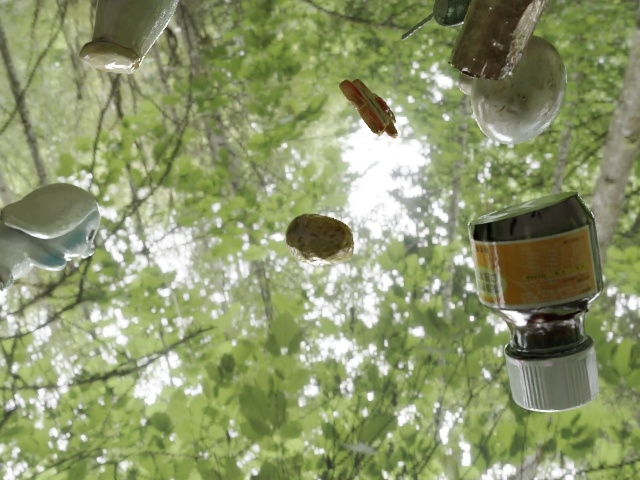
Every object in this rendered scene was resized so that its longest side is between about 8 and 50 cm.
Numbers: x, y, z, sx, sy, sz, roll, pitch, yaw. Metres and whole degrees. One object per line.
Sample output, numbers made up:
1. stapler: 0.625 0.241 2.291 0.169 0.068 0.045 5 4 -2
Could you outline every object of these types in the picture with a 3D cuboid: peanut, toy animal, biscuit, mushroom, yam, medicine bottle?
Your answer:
1. peanut: 0.000 0.000 1.827 0.159 0.109 0.140 19 -137 3
2. toy animal: -0.580 -0.014 1.588 0.249 0.174 0.289 -9 -165 29
3. biscuit: 0.123 -0.301 1.836 0.036 0.165 0.250 -37 173 19
4. mushroom: 0.417 -0.347 1.819 0.243 0.243 0.243 -6 -148 4
5. mushroom: -0.182 -0.352 1.000 0.109 0.097 0.351 29 -99 18
6. yam: 0.313 -0.395 1.380 0.128 0.238 0.129 -8 -141 -38
7. medicine bottle: 0.429 0.121 1.554 0.242 0.395 0.242 -13 -175 1

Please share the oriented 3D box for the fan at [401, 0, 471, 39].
1. fan: 0.342 -0.637 2.097 0.294 0.012 0.223 1 -114 54
